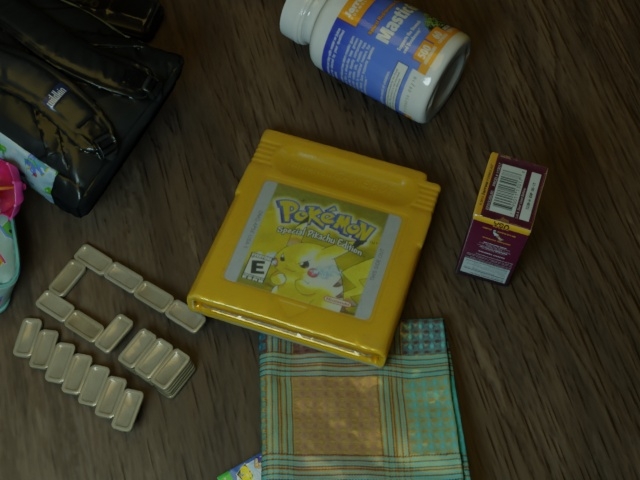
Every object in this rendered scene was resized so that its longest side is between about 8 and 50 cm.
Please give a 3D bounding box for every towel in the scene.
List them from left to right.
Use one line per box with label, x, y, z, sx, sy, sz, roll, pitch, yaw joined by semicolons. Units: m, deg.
towel;0.056;0.264;1.394;0.271;0.040;0.370;0;56;-6

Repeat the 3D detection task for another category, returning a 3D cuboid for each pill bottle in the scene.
pill bottle;0.079;-0.305;1.641;0.272;0.152;0.152;31;68;13

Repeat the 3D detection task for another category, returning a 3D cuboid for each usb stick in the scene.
usb stick;-0.392;-0.391;1.745;0.278;0.045;0.077;16;73;8

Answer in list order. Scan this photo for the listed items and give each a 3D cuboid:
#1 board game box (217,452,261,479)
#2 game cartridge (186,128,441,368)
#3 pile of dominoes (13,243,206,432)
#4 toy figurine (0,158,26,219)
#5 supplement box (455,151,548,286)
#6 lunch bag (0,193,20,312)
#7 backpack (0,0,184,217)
board game box;-0.027;0.362;1.385;0.136;0.035;0.201;-28;67;-13
game cartridge;0.000;0.000;1.525;0.285;0.052;0.323;16;57;7
pile of dominoes;-0.296;0.140;1.507;0.251;0.040;0.196;29;68;22
toy figurine;-0.482;-0.072;1.443;0.159;0.130;0.173;29;62;-14
supplement box;0.248;-0.025;1.484;0.081;0.188;0.104;17;66;8
lunch bag;-0.559;0.002;1.488;0.279;0.108;0.224;-3;56;-25
backpack;-0.427;-0.227;1.573;0.355;0.273;0.290;33;69;-8
